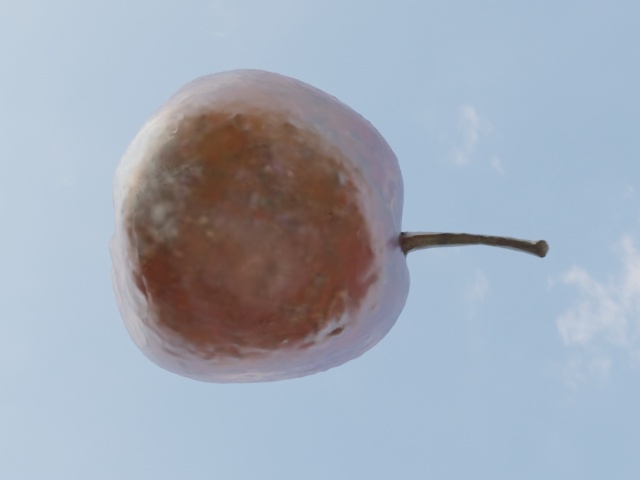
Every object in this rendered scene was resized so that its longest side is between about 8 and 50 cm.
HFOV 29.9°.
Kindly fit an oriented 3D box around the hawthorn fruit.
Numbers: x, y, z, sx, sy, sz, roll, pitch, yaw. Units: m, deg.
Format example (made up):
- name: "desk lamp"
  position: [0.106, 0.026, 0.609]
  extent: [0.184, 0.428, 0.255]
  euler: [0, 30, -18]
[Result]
- name: "hawthorn fruit"
  position: [-0.041, 0.003, 0.881]
  extent: [0.263, 0.235, 0.231]
  euler: [38, -94, -22]
